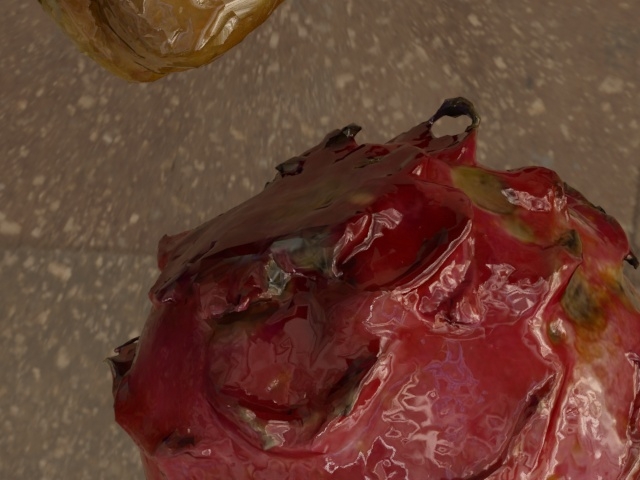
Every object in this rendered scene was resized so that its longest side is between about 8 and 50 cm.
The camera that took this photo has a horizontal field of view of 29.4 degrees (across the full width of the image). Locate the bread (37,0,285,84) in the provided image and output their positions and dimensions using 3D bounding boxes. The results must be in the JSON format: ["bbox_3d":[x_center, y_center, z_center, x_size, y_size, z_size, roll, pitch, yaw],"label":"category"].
[{"bbox_3d":[0.009,-0.235,0.557,0.380,0.109,0.185,-39,107,-23],"label":"bread"}]

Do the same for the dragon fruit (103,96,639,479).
[{"bbox_3d":[0.014,0.076,0.784,0.386,0.371,0.249,-10,134,35],"label":"dragon fruit"}]
